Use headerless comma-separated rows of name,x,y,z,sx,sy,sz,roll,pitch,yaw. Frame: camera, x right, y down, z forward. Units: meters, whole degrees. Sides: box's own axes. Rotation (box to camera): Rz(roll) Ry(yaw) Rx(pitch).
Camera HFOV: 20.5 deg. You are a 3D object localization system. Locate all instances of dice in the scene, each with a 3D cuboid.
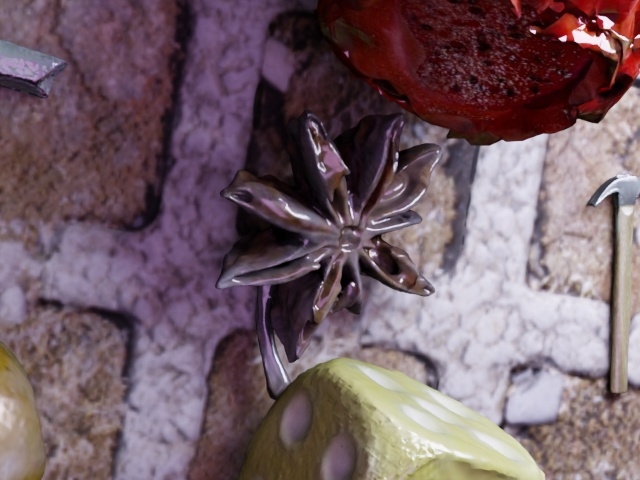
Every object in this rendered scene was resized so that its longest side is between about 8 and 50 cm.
dice,0.049,0.197,1.302,0.169,0.169,0.166,23,99,-32

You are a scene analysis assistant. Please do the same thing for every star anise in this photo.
star anise,-0.001,0.000,1.330,0.231,0.089,0.209,-49,125,1

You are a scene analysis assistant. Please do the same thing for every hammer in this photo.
hammer,0.246,0.036,1.454,0.062,0.017,0.182,1,94,-18

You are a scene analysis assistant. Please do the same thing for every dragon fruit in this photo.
dragon fruit,0.140,-0.225,1.255,0.295,0.295,0.302,37,80,-17

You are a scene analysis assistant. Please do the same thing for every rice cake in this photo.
rice cake,-0.284,-0.137,1.258,0.207,0.033,0.033,11,81,-20

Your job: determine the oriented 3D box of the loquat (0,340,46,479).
loquat,-0.303,0.137,1.200,0.227,0.179,0.179,-5,96,-10
